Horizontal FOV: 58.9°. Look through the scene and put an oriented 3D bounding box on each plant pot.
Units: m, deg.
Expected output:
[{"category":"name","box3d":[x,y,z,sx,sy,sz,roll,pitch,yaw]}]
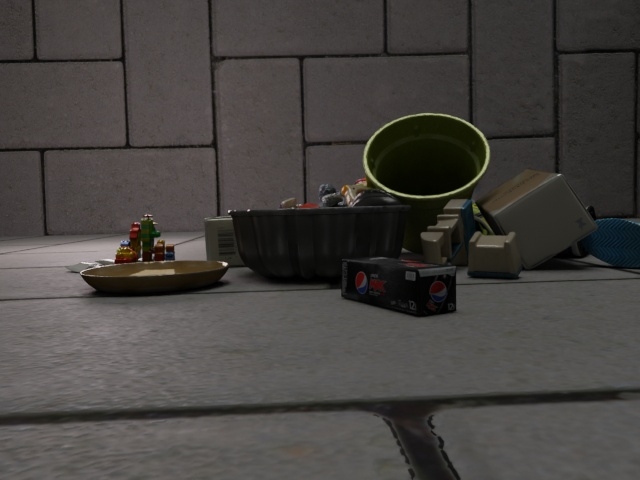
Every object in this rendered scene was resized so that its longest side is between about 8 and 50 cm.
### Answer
[{"category":"plant pot","box3d":[0.246,-0.111,1.329,0.276,0.276,0.254,-1,-39,10]},{"category":"plant pot","box3d":[-0.269,0.059,0.937,0.236,0.032,0.236,-2,4,0]}]

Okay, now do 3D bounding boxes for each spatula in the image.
[{"category":"spatula","box3d":[-0.408,0.056,1.206,0.242,0.019,0.168,6,6,37]}]

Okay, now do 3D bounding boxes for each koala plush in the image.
[{"category":"koala plush","box3d":[0.041,-0.076,1.823,0.203,0.196,0.221,20,6,15]}]

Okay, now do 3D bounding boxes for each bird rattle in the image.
[{"category":"bird rattle","box3d":[0.167,-0.097,1.742,0.207,0.254,0.143,-2,-34,-38]}]

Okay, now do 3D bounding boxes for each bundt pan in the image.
[{"category":"bundt pan","box3d":[0.000,0.000,1.035,0.330,0.124,0.331,-2,4,0]}]

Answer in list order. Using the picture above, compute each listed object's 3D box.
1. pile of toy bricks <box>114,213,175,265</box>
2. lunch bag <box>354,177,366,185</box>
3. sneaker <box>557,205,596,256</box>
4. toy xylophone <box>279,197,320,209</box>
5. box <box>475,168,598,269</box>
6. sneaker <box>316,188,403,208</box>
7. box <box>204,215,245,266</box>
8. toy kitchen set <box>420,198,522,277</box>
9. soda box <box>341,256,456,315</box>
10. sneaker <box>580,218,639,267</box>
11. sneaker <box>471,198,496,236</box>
[{"category":"pile of toy bricks","box3d":[-0.360,-0.003,1.176,0.118,0.105,0.212,1,6,-8]},{"category":"lunch bag","box3d":[0.227,-0.127,1.912,0.120,0.258,0.293,-4,5,-36]},{"category":"sneaker","box3d":[0.565,-0.020,1.321,0.124,0.107,0.283,-7,0,35]},{"category":"toy xylophone","box3d":[0.049,-0.045,1.557,0.322,0.081,0.236,12,13,4]},{"category":"box","box3d":[0.416,-0.054,1.138,0.148,0.121,0.311,-33,2,11]},{"category":"sneaker","box3d":[0.065,-0.019,1.238,0.286,0.130,0.109,-20,-53,44]},{"category":"box","box3d":[-0.210,-0.004,1.327,0.094,0.113,0.275,-3,2,-6]},{"category":"toy kitchen set","box3d":[0.289,0.016,1.015,0.166,0.122,0.207,1,24,31]},{"category":"soda box","box3d":[0.091,0.052,0.701,0.060,0.053,0.169,-4,4,-28]},{"category":"sneaker","box3d":[0.588,0.011,1.010,0.228,0.087,0.092,8,1,30]},{"category":"sneaker","box3d":[0.468,-0.036,1.619,0.384,0.145,0.147,8,41,-21]}]
